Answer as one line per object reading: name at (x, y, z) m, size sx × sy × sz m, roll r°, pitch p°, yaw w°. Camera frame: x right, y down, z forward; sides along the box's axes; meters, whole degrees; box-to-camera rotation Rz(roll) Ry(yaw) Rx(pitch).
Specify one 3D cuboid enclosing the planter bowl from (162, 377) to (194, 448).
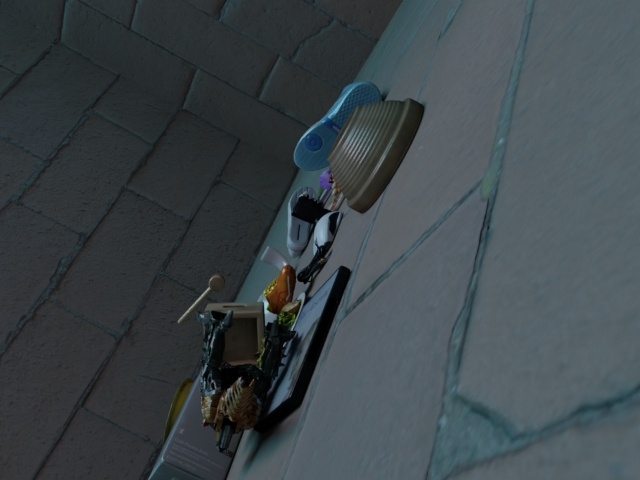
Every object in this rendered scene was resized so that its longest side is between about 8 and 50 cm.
planter bowl at (-0.261, 0.411, 1.454) m, size 0.217 × 0.091 × 0.217 m, roll 7°, pitch -90°, yaw -85°

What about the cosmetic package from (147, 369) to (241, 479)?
cosmetic package at (-0.223, 0.373, 1.312) m, size 0.107 × 0.127 × 0.238 m, roll -56°, pitch 11°, yaw 40°

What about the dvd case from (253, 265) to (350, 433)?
dvd case at (-0.030, 0.177, 1.105) m, size 0.180 × 0.022 × 0.253 m, roll -52°, pitch 11°, yaw 53°

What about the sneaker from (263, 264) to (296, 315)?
sneaker at (-0.089, 0.112, 1.457) m, size 0.175 × 0.068 × 0.064 m, roll 105°, pitch 178°, yaw -50°

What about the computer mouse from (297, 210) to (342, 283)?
computer mouse at (0.000, 0.000, 1.482) m, size 0.106 × 0.042 × 0.193 m, roll -56°, pitch 9°, yaw 43°

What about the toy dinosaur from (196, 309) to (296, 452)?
toy dinosaur at (-0.128, 0.234, 1.093) m, size 0.322 × 0.164 × 0.218 m, roll -13°, pitch 62°, yaw 56°

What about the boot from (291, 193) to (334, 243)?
boot at (-0.022, -0.047, 1.589) m, size 0.045 × 0.099 × 0.121 m, roll -55°, pitch 9°, yaw 51°

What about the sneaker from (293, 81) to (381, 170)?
sneaker at (0.054, -0.340, 1.998) m, size 0.319 × 0.127 × 0.208 m, roll -42°, pitch 12°, yaw 14°

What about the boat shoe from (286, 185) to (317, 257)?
boat shoe at (-0.065, -0.054, 1.934) m, size 0.075 × 0.083 × 0.226 m, roll 114°, pitch 172°, yaw -52°

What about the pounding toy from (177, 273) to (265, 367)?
pounding toy at (-0.213, 0.168, 1.478) m, size 0.094 × 0.181 × 0.205 m, roll -99°, pitch 7°, yaw -79°

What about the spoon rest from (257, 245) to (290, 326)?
spoon rest at (-0.117, 0.134, 1.739) m, size 0.276 × 0.084 × 0.137 m, roll -90°, pitch 25°, yaw -47°

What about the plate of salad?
plate of salad at (-0.087, 0.189, 1.361) m, size 0.199 × 0.048 × 0.200 m, roll -60°, pitch 8°, yaw 14°

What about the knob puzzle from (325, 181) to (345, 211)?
knob puzzle at (0.039, -0.118, 1.705) m, size 0.213 × 0.030 × 0.213 m, roll -60°, pitch 7°, yaw 12°

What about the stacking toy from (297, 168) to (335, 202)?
stacking toy at (0.033, -0.190, 1.789) m, size 0.221 × 0.052 × 0.167 m, roll -55°, pitch -4°, yaw 40°

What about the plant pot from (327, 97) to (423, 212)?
plant pot at (0.088, -0.180, 1.286) m, size 0.237 × 0.110 × 0.237 m, roll -59°, pitch 8°, yaw 13°

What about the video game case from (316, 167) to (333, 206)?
video game case at (0.037, -0.192, 2.031) m, size 0.193 × 0.023 × 0.212 m, roll -57°, pitch 9°, yaw 31°
